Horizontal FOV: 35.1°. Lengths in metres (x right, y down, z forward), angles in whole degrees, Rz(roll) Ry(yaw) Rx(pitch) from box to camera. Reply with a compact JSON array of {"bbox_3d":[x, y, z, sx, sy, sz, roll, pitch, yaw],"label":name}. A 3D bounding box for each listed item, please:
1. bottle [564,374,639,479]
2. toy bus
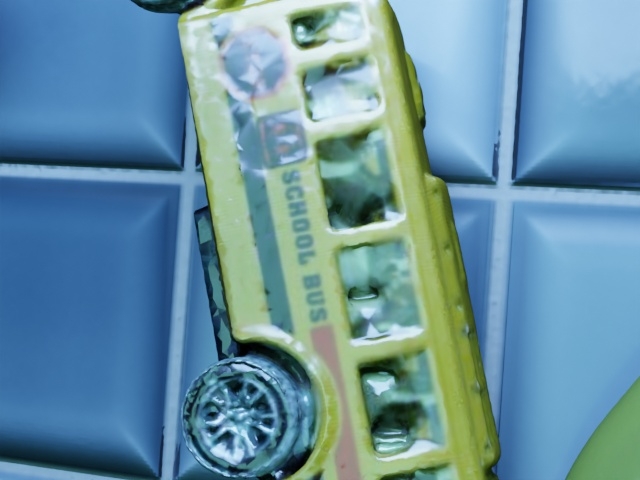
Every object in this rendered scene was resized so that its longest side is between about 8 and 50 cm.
[{"bbox_3d":[0.158,0.108,0.404,0.112,0.112,0.260,39,110,15],"label":"bottle"},{"bbox_3d":[0.000,0.000,0.457,0.123,0.121,0.335,-11,84,10],"label":"toy bus"}]
